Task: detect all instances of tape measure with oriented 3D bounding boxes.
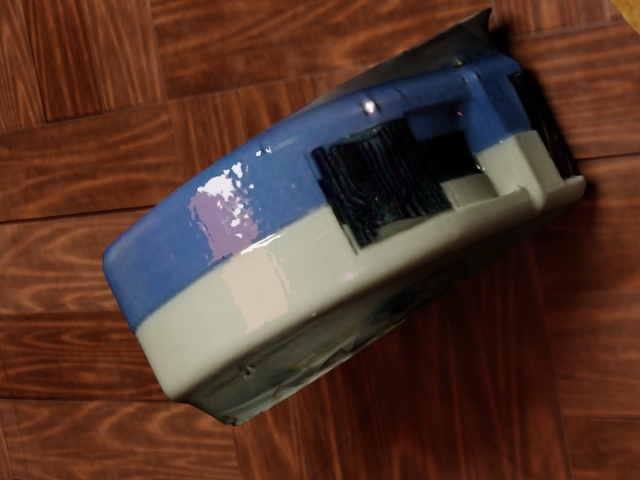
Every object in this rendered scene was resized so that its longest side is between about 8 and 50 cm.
[{"bbox_3d":[0.002,0.000,0.975,0.259,0.262,0.138,-37,86,44],"label":"tape measure"}]

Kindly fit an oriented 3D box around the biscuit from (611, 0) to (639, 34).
[{"bbox_3d":[0.226,-0.234,0.769,0.287,0.057,0.344,52,149,13],"label":"biscuit"}]
